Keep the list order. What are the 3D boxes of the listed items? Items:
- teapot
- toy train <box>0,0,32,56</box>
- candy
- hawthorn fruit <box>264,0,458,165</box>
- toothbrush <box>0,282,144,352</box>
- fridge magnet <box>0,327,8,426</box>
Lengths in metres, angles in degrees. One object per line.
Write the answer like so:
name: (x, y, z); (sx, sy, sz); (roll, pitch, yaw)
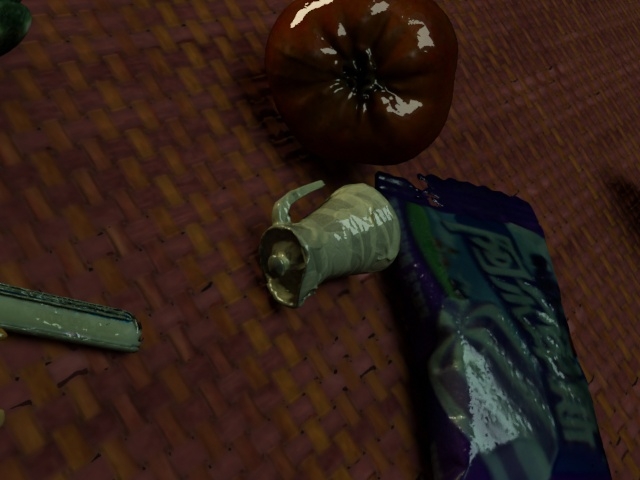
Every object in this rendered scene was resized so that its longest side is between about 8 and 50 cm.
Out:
teapot: (0.000, 0.000, 0.488); (0.083, 0.057, 0.067); (-27, 88, -45)
toy train: (-0.195, -0.219, 0.349); (0.116, 0.177, 0.285); (-25, 84, -49)
candy: (0.112, 0.076, 0.539); (0.145, 0.070, 0.275); (10, 59, -30)
hawthorn fruit: (0.023, -0.108, 0.546); (0.125, 0.140, 0.125); (-4, 98, -25)
toothbrush: (-0.194, 0.010, 0.313); (0.294, 0.028, 0.026); (21, 52, -41)
fridge magnet: (-0.173, 0.044, 0.269); (0.143, 0.063, 0.143); (8, 78, -44)
